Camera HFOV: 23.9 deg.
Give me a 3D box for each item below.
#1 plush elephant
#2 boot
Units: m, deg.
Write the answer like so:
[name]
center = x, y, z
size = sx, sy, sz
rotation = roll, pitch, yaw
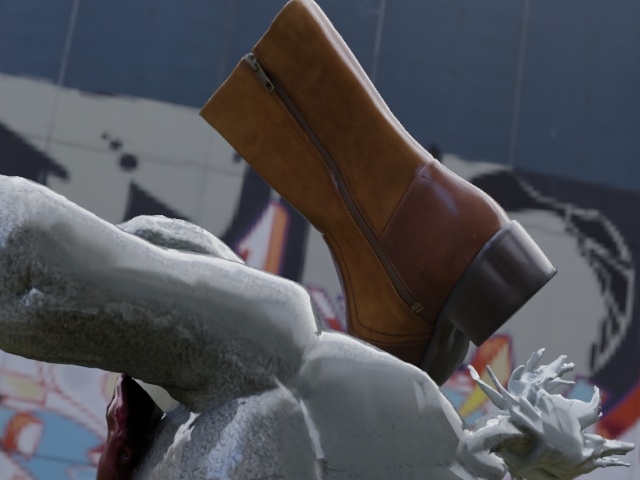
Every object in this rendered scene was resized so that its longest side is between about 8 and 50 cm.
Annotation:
[plush elephant]
center = -0.054, 0.142, 0.690
size = 0.330, 0.272, 0.255
rotation = -2, -27, -38
[boot]
center = 0.000, 0.000, 1.131
size = 0.280, 0.096, 0.264
rotation = 47, -46, 8
